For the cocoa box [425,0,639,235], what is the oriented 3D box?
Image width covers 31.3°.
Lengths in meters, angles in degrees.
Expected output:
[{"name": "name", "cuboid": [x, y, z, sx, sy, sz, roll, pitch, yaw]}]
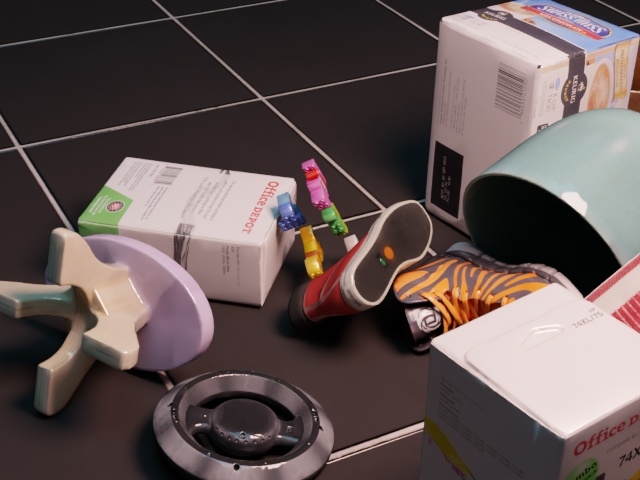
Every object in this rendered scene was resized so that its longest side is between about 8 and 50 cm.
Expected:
[{"name": "cocoa box", "cuboid": [0.334, -0.186, 1.848, 0.228, 0.347, 0.231, -19, 37, -31]}]

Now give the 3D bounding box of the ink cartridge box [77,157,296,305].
[{"name": "ink cartridge box", "cuboid": [-0.199, -0.017, 1.772, 0.289, 0.121, 0.211, 8, 32, 11]}]

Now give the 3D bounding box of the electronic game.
[{"name": "electronic game", "cuboid": [-0.096, 0.237, 1.437, 0.229, 0.048, 0.229, 8, 30, -4]}]

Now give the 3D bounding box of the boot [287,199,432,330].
[{"name": "boot", "cuboid": [0.051, 0.037, 1.671, 0.176, 0.088, 0.244, -27, 13, 44]}]

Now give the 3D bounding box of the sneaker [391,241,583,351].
[{"name": "sneaker", "cuboid": [0.218, 0.106, 1.594, 0.180, 0.125, 0.321, -25, 21, -25]}]

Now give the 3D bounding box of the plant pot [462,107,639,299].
[{"name": "plant pot", "cuboid": [0.388, -0.049, 1.624, 0.293, 0.293, 0.235, 29, 61, 37]}]

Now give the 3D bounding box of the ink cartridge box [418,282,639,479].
[{"name": "ink cartridge box", "cuboid": [0.245, 0.227, 1.255, 0.198, 0.270, 0.197, -21, 38, -30]}]

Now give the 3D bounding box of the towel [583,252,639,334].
[{"name": "towel", "cuboid": [0.427, 0.175, 1.307, 0.237, 0.037, 0.329, -41, 63, 10]}]

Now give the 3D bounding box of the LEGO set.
[{"name": "LEGO set", "cuboid": [0.000, 0.000, 1.709, 0.087, 0.227, 0.093, -21, 43, 11]}]

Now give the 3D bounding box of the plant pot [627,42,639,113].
[{"name": "plant pot", "cuboid": [0.520, -0.199, 1.986, 0.215, 0.230, 0.215, 1, 33, -1]}]

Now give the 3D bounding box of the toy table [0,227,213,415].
[{"name": "toy table", "cuboid": [-0.298, 0.094, 1.504, 0.274, 0.252, 0.161, 7, 15, 30]}]
